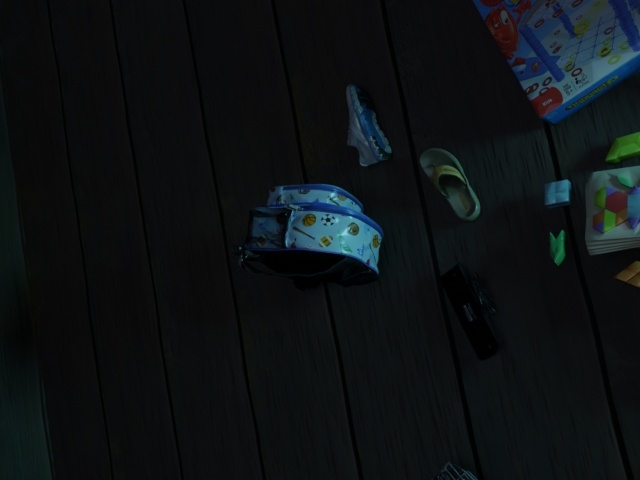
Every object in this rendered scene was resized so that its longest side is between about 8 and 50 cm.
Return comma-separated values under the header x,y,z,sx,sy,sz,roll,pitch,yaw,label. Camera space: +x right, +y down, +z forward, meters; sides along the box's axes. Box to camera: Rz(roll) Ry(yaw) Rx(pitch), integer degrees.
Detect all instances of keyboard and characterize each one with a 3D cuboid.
x,y,z,sx,sy,sz,roll,pitch,yaw,label
0.314,0.136,1.471,0.100,0.038,0.192,-46,64,52,keyboard

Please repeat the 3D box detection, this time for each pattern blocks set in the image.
x,y,z,sx,sy,sz,roll,pitch,yaw,label
0.535,-0.057,1.248,0.325,0.026,0.285,-23,54,34,pattern blocks set

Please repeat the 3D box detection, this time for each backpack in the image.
x,y,z,sx,sy,sz,roll,pitch,yaw,label
0.000,0.000,1.570,0.263,0.276,0.213,7,80,32,backpack

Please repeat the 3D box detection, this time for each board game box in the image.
x,y,z,sx,sy,sz,roll,pitch,yaw,label
0.468,-0.421,1.329,0.308,0.086,0.301,-35,70,30,board game box

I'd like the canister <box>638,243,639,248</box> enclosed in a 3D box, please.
x,y,z,sx,sy,sz,roll,pitch,yaw,label
0.630,0.006,1.215,0.170,0.073,0.126,-33,69,29,canister

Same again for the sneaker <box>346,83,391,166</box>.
x,y,z,sx,sy,sz,roll,pitch,yaw,label
0.083,-0.249,1.615,0.083,0.071,0.190,-27,73,38,sneaker

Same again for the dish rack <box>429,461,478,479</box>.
x,y,z,sx,sy,sz,roll,pitch,yaw,label
0.250,0.583,1.479,0.208,0.074,0.271,49,114,24,dish rack

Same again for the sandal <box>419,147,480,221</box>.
x,y,z,sx,sy,sz,roll,pitch,yaw,label
0.260,-0.117,1.495,0.072,0.049,0.180,-40,67,28,sandal
